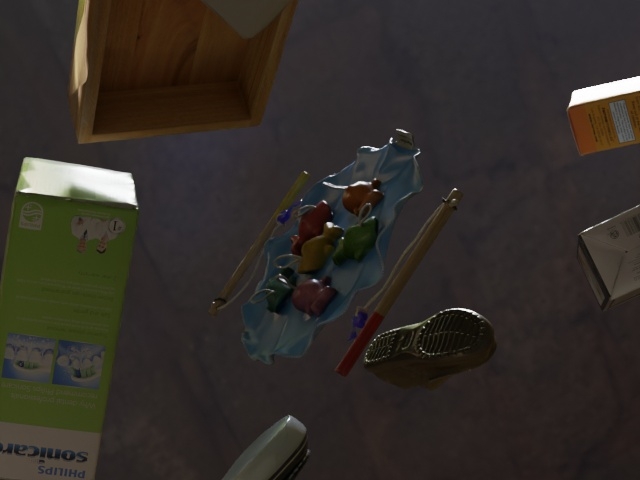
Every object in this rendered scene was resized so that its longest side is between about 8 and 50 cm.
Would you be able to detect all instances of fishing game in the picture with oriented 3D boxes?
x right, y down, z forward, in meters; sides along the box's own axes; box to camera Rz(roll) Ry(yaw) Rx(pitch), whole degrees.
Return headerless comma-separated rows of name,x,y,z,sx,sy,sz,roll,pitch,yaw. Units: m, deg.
fishing game,0.000,0.000,0.939,0.041,0.189,0.264,37,-5,-22

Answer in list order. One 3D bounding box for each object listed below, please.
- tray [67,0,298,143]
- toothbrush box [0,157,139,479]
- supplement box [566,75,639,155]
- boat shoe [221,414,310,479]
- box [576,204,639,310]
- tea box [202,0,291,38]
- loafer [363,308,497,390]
tray,-0.124,-0.255,1.307,0.411,0.203,0.076,111,-35,-53
toothbrush box,-0.264,0.076,1.364,0.206,0.122,0.283,-125,-136,-74
supplement box,0.455,-0.181,1.815,0.080,0.233,0.078,69,24,-19
boat shoe,-0.043,0.191,0.803,0.083,0.183,0.065,36,16,-1
box,0.409,0.010,1.668,0.290,0.169,0.087,32,33,-79
tea box,0.050,-0.299,0.422,0.220,0.323,0.329,42,-46,-7
loafer,0.101,0.097,1.168,0.050,0.056,0.148,41,-31,-26
